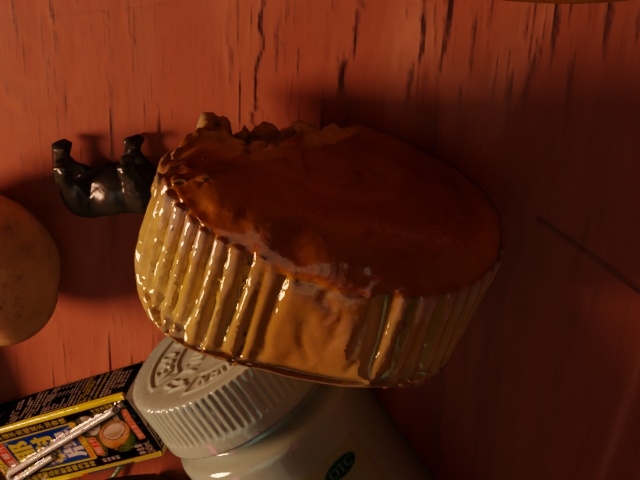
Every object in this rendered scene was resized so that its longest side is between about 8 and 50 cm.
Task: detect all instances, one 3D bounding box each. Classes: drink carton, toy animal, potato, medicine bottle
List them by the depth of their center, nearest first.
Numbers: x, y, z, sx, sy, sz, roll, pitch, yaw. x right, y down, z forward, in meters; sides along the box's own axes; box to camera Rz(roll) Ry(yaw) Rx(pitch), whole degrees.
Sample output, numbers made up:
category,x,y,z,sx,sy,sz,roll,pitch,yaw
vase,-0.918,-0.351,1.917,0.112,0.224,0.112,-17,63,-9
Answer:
category,x,y,z,sx,sy,sz,roll,pitch,yaw
toy animal,-0.139,-0.044,1.247,0.135,0.047,0.065,-3,129,16
potato,-0.269,0.021,1.297,0.112,0.112,0.147,-7,129,20
medicine bottle,0.002,0.197,1.309,0.158,0.158,0.318,-23,116,28
drink carton,-0.210,0.163,1.408,0.165,0.056,0.071,-18,115,26

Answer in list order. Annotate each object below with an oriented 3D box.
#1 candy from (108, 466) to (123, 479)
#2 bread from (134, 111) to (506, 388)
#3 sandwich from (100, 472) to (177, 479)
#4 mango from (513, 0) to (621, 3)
category,x,y,z,sx,sy,sz,roll,pitch,yaw
candy,-0.198,0.233,1.475,0.035,0.035,0.123,52,121,33
bread,0.000,0.000,1.157,0.250,0.179,0.133,15,128,-2
sandwich,-0.121,0.278,1.442,0.258,0.096,0.094,24,121,0
mango,0.135,-0.260,0.912,0.378,0.221,0.264,7,123,0
